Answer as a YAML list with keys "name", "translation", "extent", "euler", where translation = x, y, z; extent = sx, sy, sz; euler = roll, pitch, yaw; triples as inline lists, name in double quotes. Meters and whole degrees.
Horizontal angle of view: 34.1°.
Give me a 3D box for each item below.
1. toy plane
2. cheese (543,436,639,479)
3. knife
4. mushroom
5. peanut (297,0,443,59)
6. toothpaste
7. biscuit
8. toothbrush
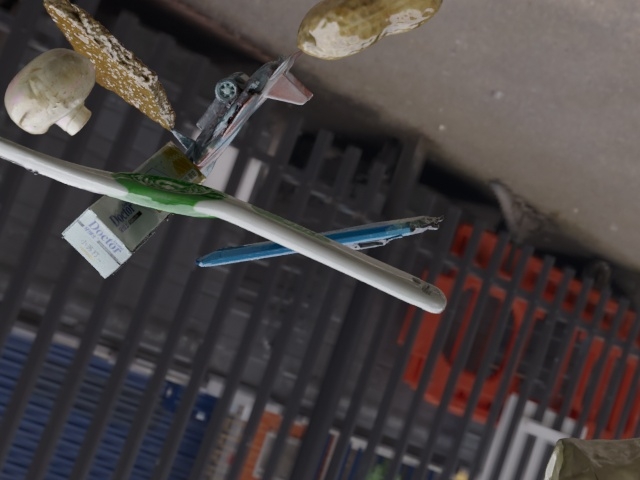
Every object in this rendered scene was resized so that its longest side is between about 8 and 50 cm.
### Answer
- name: "toy plane"
  translation: [-0.152, -0.181, 1.614]
  extent: [0.104, 0.326, 0.223]
  euler: [52, -166, -7]
- name: "cheese"
  translation: [0.255, 0.232, 0.805]
  extent: [0.202, 0.175, 0.091]
  euler: [2, -163, -7]
- name: "knife"
  translation: [0.000, 0.002, 1.220]
  extent: [0.296, 0.026, 0.044]
  euler: [-9, -163, 1]
- name: "mushroom"
  translation: [-0.224, -0.123, 0.880]
  extent: [0.067, 0.083, 0.083]
  euler: [44, 164, -20]
- name: "peanut"
  translation: [0.059, -0.278, 1.274]
  extent: [0.192, 0.089, 0.089]
  euler: [-22, 171, -1]
- name: "toothpaste"
  translation: [-0.254, -0.049, 1.465]
  extent: [0.089, 0.071, 0.313]
  euler: [47, -156, -8]
- name: "biscuit"
  translation: [-0.238, -0.206, 1.215]
  extent: [0.131, 0.026, 0.237]
  euler: [32, 170, 8]
- name: "toothbrush"
  translation: [-0.074, -0.020, 0.547]
  extent: [0.304, 0.030, 0.030]
  euler: [22, 172, -6]
